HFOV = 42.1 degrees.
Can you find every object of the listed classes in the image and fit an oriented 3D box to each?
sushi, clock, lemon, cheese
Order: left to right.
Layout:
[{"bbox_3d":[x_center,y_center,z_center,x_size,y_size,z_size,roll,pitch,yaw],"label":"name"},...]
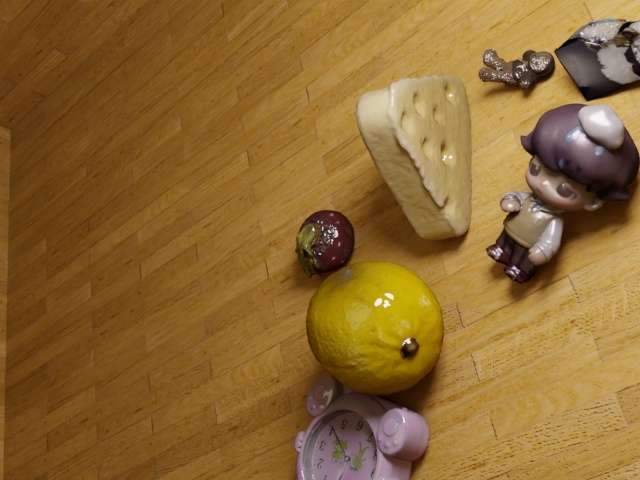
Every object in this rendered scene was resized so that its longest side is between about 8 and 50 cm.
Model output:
[{"bbox_3d":[0.064,0.476,1.769,0.296,0.113,0.322,17,85,45],"label":"clock"},{"bbox_3d":[0.112,0.179,1.735,0.297,0.297,0.296,-18,61,36],"label":"lemon"},{"bbox_3d":[0.203,-0.216,1.772,0.104,0.384,0.383,-11,65,34],"label":"cheese"},{"bbox_3d":[0.618,-0.389,1.637,0.273,0.134,0.109,-13,32,49],"label":"sushi"}]

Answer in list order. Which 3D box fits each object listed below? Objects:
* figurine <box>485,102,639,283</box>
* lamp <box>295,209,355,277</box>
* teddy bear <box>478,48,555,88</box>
[{"bbox_3d":[0.440,-0.102,1.606,0.365,0.206,0.218,-50,32,17],"label":"figurine"},{"bbox_3d":[0.004,-0.001,2.012,0.156,0.135,0.157,-26,55,32],"label":"lamp"},{"bbox_3d":[0.434,-0.371,1.826,0.161,0.078,0.119,1,50,26],"label":"teddy bear"}]
